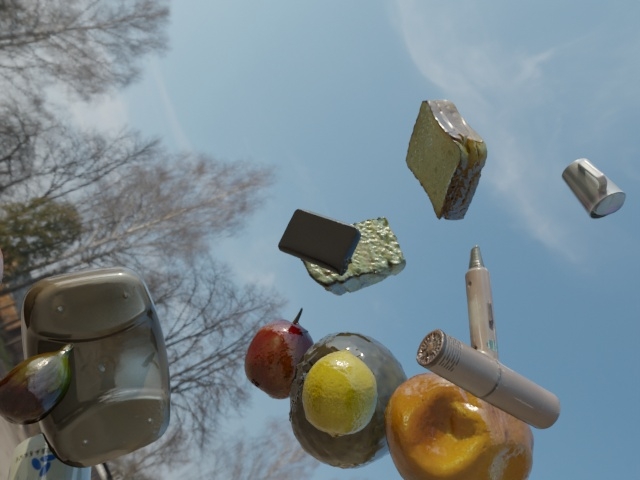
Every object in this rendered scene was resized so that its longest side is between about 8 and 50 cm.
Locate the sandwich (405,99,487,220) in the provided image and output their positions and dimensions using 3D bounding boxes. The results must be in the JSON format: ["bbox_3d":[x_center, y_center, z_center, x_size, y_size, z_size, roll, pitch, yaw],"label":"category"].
[{"bbox_3d":[0.253,-0.172,1.044,0.214,0.065,0.186,-109,-159,-46],"label":"sandwich"}]

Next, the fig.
[{"bbox_3d":[-0.490,0.244,0.880,0.109,0.154,0.103,9,-38,22],"label":"fig"}]

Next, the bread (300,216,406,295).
[{"bbox_3d":[0.121,0.092,2.027,0.264,0.396,0.239,93,-24,-66],"label":"bread"}]

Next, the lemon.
[{"bbox_3d":[0.046,0.357,1.185,0.178,0.178,0.203,-9,-112,57],"label":"lemon"}]

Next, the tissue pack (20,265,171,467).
[{"bbox_3d":[-0.475,0.253,1.078,0.277,0.268,0.386,-7,-85,63],"label":"tissue pack"}]

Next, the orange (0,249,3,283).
[{"bbox_3d":[-0.891,0.062,1.012,0.424,0.424,0.326,135,-36,-56],"label":"orange"}]

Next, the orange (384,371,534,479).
[{"bbox_3d":[0.222,0.348,0.846,0.249,0.183,0.249,27,-27,15],"label":"orange"}]

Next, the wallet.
[{"bbox_3d":[0.000,0.000,1.445,0.250,0.149,0.044,19,-10,34],"label":"wallet"}]

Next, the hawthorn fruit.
[{"bbox_3d":[-0.143,0.439,2.002,0.285,0.285,0.368,8,-105,54],"label":"hawthorn fruit"}]

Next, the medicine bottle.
[{"bbox_3d":[-0.590,0.583,1.084,0.170,0.170,0.292,101,-23,-43],"label":"medicine bottle"}]

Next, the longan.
[{"bbox_3d":[0.080,0.468,1.498,0.391,0.391,0.391,34,-44,40],"label":"longan"}]

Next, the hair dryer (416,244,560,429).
[{"bbox_3d":[0.235,0.117,0.690,0.195,0.220,0.053,31,-42,-13],"label":"hair dryer"}]

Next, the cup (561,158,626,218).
[{"bbox_3d":[0.537,-0.111,0.994,0.104,0.074,0.116,48,18,-52],"label":"cup"}]
